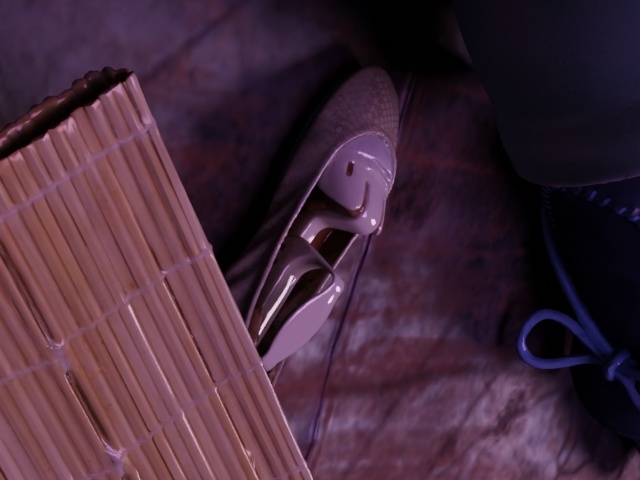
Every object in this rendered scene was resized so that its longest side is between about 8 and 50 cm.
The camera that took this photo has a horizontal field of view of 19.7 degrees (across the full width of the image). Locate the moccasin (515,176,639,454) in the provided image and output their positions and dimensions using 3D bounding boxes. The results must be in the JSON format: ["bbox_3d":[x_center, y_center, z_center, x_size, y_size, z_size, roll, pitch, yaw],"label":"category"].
[{"bbox_3d":[0.198,0.065,1.004,0.117,0.138,0.342,-51,136,-10],"label":"moccasin"}]

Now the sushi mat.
[{"bbox_3d":[-0.090,0.086,0.761,0.151,0.019,0.316,-29,130,-10],"label":"sushi mat"}]

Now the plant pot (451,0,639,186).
[{"bbox_3d":[0.165,-0.182,0.773,0.293,0.293,0.196,-38,106,-29],"label":"plant pot"}]

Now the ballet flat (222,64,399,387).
[{"bbox_3d":[0.000,0.000,0.824,0.168,0.052,0.057,-59,139,-9],"label":"ballet flat"}]
